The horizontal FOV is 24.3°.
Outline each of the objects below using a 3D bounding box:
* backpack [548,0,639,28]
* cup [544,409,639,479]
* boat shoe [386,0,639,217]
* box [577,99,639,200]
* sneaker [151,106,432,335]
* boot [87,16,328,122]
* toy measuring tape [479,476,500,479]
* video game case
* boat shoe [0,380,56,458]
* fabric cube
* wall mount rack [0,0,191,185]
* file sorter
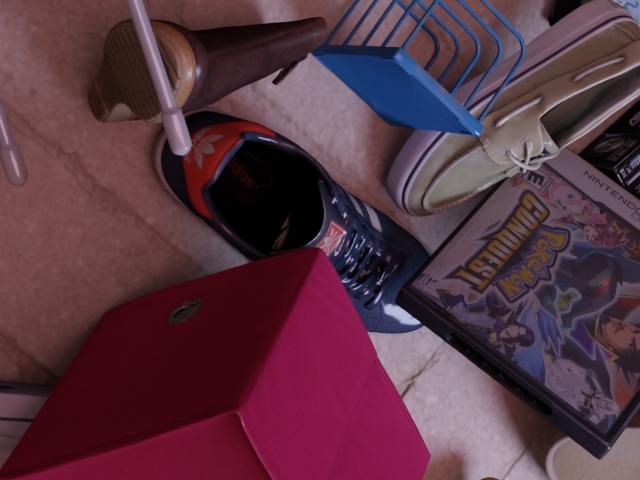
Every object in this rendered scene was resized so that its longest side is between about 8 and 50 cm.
[{"bbox_3d":[0.315,-0.252,1.555,0.114,0.084,0.105,12,98,-30],"label":"backpack"},{"bbox_3d":[0.433,0.182,1.594,0.331,0.331,0.237,37,60,-26],"label":"cup"},{"bbox_3d":[0.199,-0.119,1.476,0.302,0.094,0.109,-40,141,9],"label":"boat shoe"},{"bbox_3d":[0.393,-0.084,1.627,0.180,0.077,0.147,-42,114,-11],"label":"box"},{"bbox_3d":[0.000,0.000,1.425,0.350,0.148,0.131,31,87,-27],"label":"sneaker"},{"bbox_3d":[-0.085,-0.168,1.302,0.206,0.248,0.090,-22,95,-22],"label":"boot"},{"bbox_3d":[0.129,0.408,1.568,0.121,0.121,0.330,25,76,-26],"label":"toy measuring tape"},{"bbox_3d":[0.251,0.045,1.485,0.248,0.035,0.275,38,56,11],"label":"video game case"},{"bbox_3d":[-0.332,0.169,1.337,0.258,0.095,0.084,8,92,-25],"label":"boat shoe"},{"bbox_3d":[-0.085,0.201,1.311,0.254,0.258,0.259,-18,113,25],"label":"fabric cube"},{"bbox_3d":[-0.257,-0.186,1.170,0.304,0.350,0.131,41,56,-40],"label":"wall mount rack"},{"bbox_3d":[0.096,-0.180,1.424,0.118,0.170,0.104,40,79,-25],"label":"file sorter"}]
